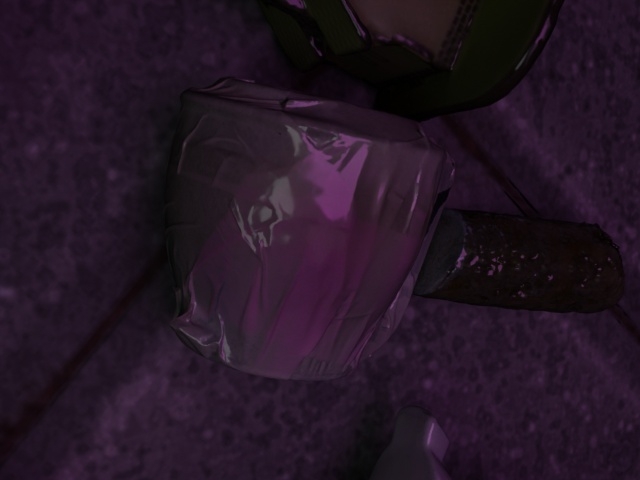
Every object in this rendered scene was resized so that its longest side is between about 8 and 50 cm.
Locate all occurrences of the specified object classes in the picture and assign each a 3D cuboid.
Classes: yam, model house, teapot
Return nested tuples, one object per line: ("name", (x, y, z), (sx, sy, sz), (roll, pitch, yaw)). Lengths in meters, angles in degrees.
("yam", (0.153, 0.016, 0.639), (0.179, 0.078, 0.078), (7, 91, -24))
("model house", (0.006, -0.228, 0.486), (0.279, 0.205, 0.218), (26, 82, -19))
("teapot", (-0.014, -0.004, 0.531), (0.163, 0.221, 0.178), (16, 99, 11))

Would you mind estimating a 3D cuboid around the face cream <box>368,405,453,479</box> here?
("face cream", (0.136, 0.290, 0.618), (0.145, 0.145, 0.369), (-42, 110, -17))
